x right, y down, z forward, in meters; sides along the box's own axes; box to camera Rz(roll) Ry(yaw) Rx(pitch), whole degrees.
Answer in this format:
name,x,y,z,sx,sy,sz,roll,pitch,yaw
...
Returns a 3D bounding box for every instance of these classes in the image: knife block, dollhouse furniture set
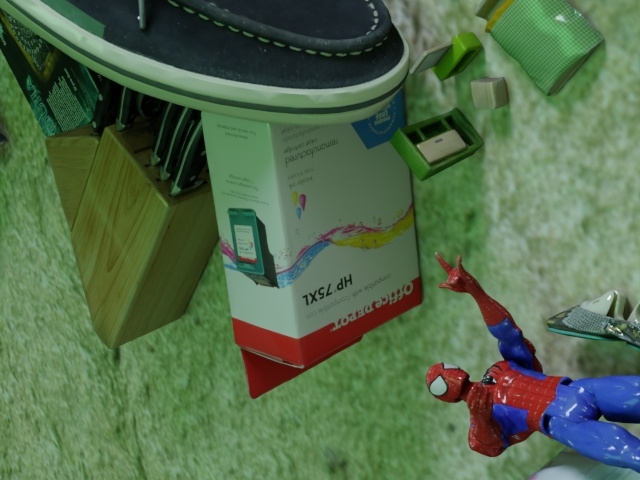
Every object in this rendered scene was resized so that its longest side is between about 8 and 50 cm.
name,x,y,z,sx,sy,sz,roll,pitch,yaw
knife block,-0.125,-0.036,1.147,0.242,0.088,0.276,6,113,48
dollhouse furniture set,0.104,-0.106,0.870,0.076,0.058,0.152,54,140,14

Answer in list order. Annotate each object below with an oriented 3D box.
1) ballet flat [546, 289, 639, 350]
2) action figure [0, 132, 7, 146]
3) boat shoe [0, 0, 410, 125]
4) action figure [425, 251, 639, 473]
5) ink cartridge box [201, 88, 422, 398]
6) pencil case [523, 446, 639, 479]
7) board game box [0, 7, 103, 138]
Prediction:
name,x,y,z,sx,sy,sz,roll,pitch,yaw
ballet flat,0.199,0.053,0.868,0.114,0.041,0.041,14,119,44
action figure,-0.453,-0.206,1.433,0.330,0.178,0.341,45,110,15
boat shoe,-0.153,-0.243,0.879,0.500,0.187,0.156,33,130,1
action figure,0.150,0.089,0.831,0.280,0.091,0.139,4,146,51
ink cartridge box,0.000,0.000,0.986,0.078,0.134,0.231,14,120,44
pencil case,0.112,0.224,0.866,0.113,0.273,0.124,32,135,44
board game box,-0.261,-0.185,1.277,0.126,0.026,0.186,-33,83,52
